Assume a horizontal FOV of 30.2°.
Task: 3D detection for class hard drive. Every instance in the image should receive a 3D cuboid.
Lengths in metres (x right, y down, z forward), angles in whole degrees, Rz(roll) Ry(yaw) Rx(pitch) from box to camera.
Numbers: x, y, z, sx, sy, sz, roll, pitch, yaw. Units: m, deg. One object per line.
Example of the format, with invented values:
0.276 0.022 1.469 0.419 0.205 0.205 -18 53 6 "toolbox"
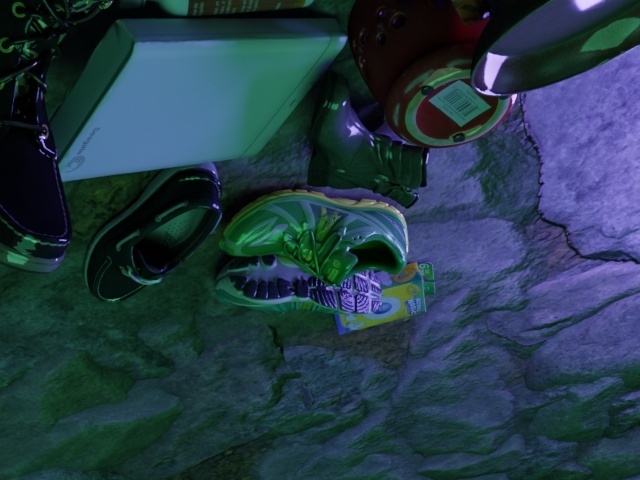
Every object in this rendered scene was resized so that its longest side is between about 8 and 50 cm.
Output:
-0.149 -0.170 1.406 0.353 0.047 0.233 -12 152 -49 "hard drive"

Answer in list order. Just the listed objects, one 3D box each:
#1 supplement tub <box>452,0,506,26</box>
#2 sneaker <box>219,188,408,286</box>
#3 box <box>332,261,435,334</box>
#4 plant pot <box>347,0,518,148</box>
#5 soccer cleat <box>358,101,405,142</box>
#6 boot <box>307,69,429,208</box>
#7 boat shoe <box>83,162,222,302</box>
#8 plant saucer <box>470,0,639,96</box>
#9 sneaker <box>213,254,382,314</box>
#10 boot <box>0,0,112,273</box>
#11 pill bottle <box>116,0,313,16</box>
0.269 -0.373 1.299 0.316 0.193 0.193 -25 143 12 "supplement tub"
0.000 0.000 1.738 0.295 0.123 0.109 0 141 -20 "sneaker"
0.106 0.094 1.972 0.179 0.043 0.105 -17 144 -2 "box"
0.142 -0.220 1.469 0.191 0.174 0.191 -9 144 -7 "plant pot"
0.123 -0.173 1.612 0.196 0.068 0.076 -28 139 20 "soccer cleat"
0.070 -0.131 1.555 0.161 0.083 0.246 12 155 4 "boot"
-0.243 0.007 1.680 0.114 0.091 0.302 12 135 -33 "boat shoe"
0.296 -0.253 1.284 0.311 0.050 0.310 -23 168 -5 "plant saucer"
-0.034 0.069 1.863 0.275 0.107 0.110 7 157 -22 "sneaker"
-0.291 -0.185 1.194 0.138 0.377 0.284 15 128 -47 "boot"
-0.117 -0.307 1.295 0.216 0.121 0.121 -8 143 -13 "pill bottle"
